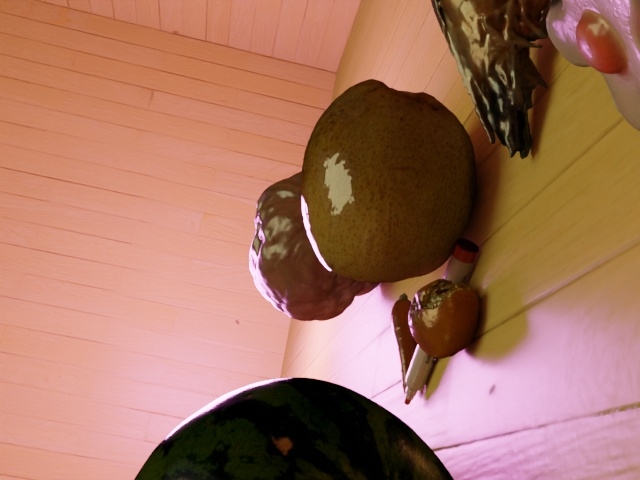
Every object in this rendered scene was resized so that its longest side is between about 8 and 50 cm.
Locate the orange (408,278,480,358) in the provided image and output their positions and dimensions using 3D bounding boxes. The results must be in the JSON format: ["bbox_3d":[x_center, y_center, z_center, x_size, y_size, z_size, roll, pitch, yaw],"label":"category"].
[{"bbox_3d":[0.118,0.076,0.684,0.086,0.062,0.086,-171,90,-85],"label":"orange"}]

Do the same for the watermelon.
[{"bbox_3d":[-0.021,0.255,0.534,0.285,0.285,0.285,-168,90,-84],"label":"watermelon"}]

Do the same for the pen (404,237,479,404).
[{"bbox_3d":[0.124,0.096,0.757,0.026,0.026,0.218,-89,12,-62],"label":"pen"}]

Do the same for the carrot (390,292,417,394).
[{"bbox_3d":[0.104,0.124,0.860,0.035,0.035,0.142,109,167,-48],"label":"carrot"}]

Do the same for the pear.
[{"bbox_3d":[0.073,-0.068,0.769,0.228,0.189,0.211,-80,-6,-80],"label":"pear"}]

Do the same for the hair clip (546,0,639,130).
[{"bbox_3d":[0.175,-0.107,0.336,0.257,0.075,0.146,-83,-30,-68],"label":"hair clip"}]

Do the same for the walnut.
[{"bbox_3d":[-0.001,0.003,1.164,0.273,0.227,0.273,-172,90,-88],"label":"walnut"}]

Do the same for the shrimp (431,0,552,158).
[{"bbox_3d":[0.175,-0.232,0.628,0.164,0.062,0.316,-16,79,40],"label":"shrimp"}]
